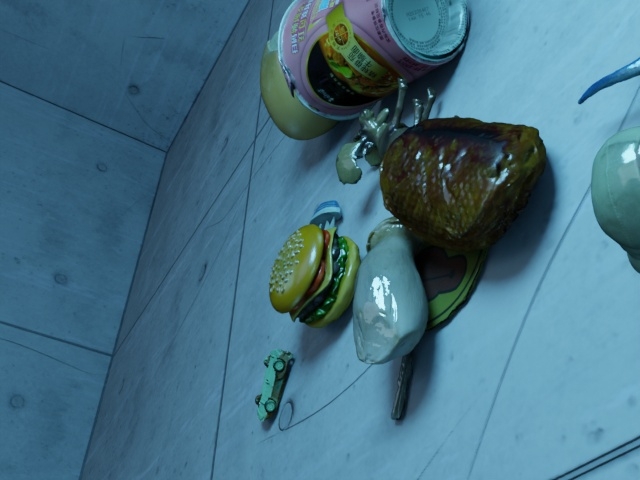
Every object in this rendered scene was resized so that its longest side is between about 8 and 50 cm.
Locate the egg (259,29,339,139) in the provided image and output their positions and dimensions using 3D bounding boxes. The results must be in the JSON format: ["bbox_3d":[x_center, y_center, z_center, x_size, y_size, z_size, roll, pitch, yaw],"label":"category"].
[{"bbox_3d":[-0.019,-0.316,1.316,0.201,0.201,0.244,-128,49,-66],"label":"egg"}]

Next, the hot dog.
[{"bbox_3d":[0.159,-0.070,0.760,0.160,0.099,0.227,-60,26,1],"label":"hot dog"}]

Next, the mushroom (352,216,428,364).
[{"bbox_3d":[0.084,0.060,0.813,0.212,0.088,0.097,-82,-6,-48],"label":"mushroom"}]

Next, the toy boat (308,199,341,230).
[{"bbox_3d":[0.006,-0.010,1.173,0.105,0.034,0.149,-53,25,38],"label":"toy boat"}]

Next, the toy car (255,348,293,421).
[{"bbox_3d":[-0.080,0.242,1.131,0.059,0.035,0.122,-6,73,66],"label":"toy car"}]

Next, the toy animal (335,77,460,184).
[{"bbox_3d":[0.102,-0.144,0.999,0.186,0.093,0.214,-66,28,28],"label":"toy animal"}]

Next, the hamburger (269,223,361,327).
[{"bbox_3d":[-0.009,0.053,1.035,0.162,0.115,0.162,-49,27,36],"label":"hamburger"}]

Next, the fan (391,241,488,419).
[{"bbox_3d":[0.129,0.057,0.842,0.229,0.011,0.335,-25,47,60],"label":"fan"}]

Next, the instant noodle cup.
[{"bbox_3d":[0.088,-0.329,1.066,0.255,0.244,0.244,-5,65,59],"label":"instant noodle cup"}]

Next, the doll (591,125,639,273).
[{"bbox_3d":[0.285,-0.054,0.437,0.275,0.113,0.155,-31,38,58],"label":"doll"}]

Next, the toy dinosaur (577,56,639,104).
[{"bbox_3d":[0.341,-0.221,0.530,0.329,0.076,0.144,-55,18,24],"label":"toy dinosaur"}]
